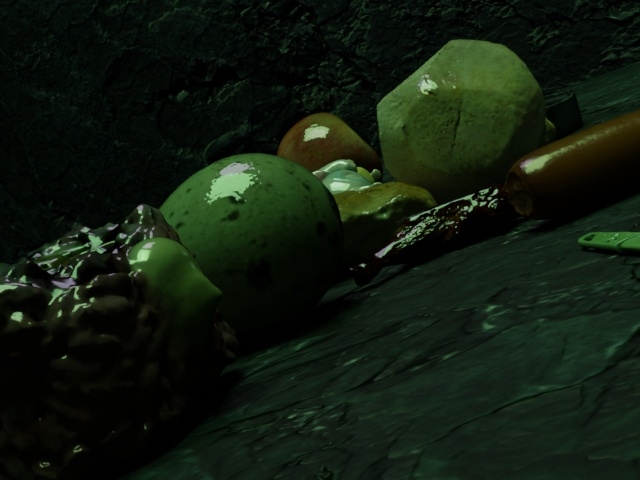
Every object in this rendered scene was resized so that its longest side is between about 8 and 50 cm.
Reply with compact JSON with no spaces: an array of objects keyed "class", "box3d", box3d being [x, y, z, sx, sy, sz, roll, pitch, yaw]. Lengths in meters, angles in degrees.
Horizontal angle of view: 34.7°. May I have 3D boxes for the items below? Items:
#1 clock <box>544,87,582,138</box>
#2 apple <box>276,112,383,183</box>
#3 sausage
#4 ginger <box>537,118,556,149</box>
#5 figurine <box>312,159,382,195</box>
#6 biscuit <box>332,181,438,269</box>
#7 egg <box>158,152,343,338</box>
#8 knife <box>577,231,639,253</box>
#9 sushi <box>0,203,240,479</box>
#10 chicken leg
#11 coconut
[{"class":"clock","box3d":[0.318,-0.188,1.876,0.325,0.067,0.325,-22,6,3]},{"class":"apple","box3d":[0.010,-0.128,1.816,0.164,0.209,0.209,-44,6,2]},{"class":"sausage","box3d":[0.278,-0.078,1.008,0.197,0.076,0.076,-23,6,-6]},{"class":"ginger","box3d":[0.255,-0.124,1.496,0.122,0.115,0.193,2,-20,-44]},{"class":"figurine","box3d":[0.033,-0.053,1.486,0.235,0.127,0.155,-10,2,40]},{"class":"biscuit","box3d":[-0.001,-0.001,1.246,0.274,0.091,0.213,-26,9,-14]},{"class":"egg","box3d":[-0.086,0.013,1.016,0.228,0.177,0.177,-27,5,8]},{"class":"knife","box3d":[0.236,0.001,0.748,0.030,0.014,0.207,-24,6,-8]},{"class":"sushi","box3d":[-0.185,0.073,0.812,0.236,0.171,0.270,-17,8,22]},{"class":"chicken leg","box3d":[0.128,-0.012,1.082,0.219,0.048,0.089,-22,3,-3]},{"class":"coconut","box3d":[0.187,-0.150,1.348,0.237,0.197,0.237,-44,-2,-2]}]
